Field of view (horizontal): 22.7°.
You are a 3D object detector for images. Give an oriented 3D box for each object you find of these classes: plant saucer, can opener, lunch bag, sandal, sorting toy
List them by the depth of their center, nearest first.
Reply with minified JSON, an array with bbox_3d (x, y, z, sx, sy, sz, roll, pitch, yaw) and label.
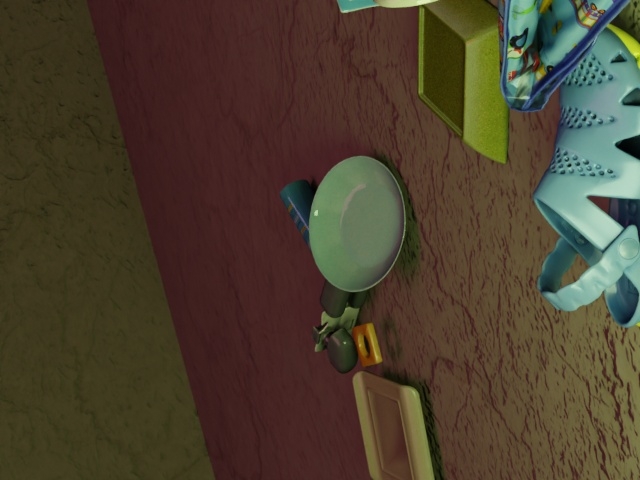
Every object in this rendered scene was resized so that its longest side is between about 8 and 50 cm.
[{"bbox_3d":[0.213,-0.272,1.478,0.293,0.138,0.221,104,174,-65],"label":"lunch bag"},{"bbox_3d":[0.269,-0.055,1.553,0.126,0.138,0.317,-172,72,-73],"label":"sandal"},{"bbox_3d":[0.163,-0.207,1.909,0.188,0.045,0.188,-128,31,-53],"label":"plant saucer"},{"bbox_3d":[0.062,-0.023,2.278,0.195,0.037,0.195,-6,81,47],"label":"plant saucer"},{"bbox_3d":[0.120,0.288,2.393,0.196,0.047,0.347,-173,71,-67],"label":"sorting toy"},{"bbox_3d":[0.050,0.101,2.438,0.095,0.076,0.283,53,152,25],"label":"can opener"}]

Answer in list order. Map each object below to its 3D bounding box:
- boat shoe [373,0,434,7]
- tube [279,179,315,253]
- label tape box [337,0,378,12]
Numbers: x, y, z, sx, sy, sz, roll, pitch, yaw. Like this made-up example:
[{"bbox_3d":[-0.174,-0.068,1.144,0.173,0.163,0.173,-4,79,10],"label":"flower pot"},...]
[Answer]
[{"bbox_3d":[0.124,-0.345,1.552,0.127,0.340,0.113,6,129,29],"label":"boat shoe"},{"bbox_3d":[0.000,0.000,2.558,0.080,0.052,0.207,90,155,-65],"label":"tube"},{"bbox_3d":[0.068,-0.379,1.744,0.115,0.249,0.347,113,141,-61],"label":"label tape box"}]
